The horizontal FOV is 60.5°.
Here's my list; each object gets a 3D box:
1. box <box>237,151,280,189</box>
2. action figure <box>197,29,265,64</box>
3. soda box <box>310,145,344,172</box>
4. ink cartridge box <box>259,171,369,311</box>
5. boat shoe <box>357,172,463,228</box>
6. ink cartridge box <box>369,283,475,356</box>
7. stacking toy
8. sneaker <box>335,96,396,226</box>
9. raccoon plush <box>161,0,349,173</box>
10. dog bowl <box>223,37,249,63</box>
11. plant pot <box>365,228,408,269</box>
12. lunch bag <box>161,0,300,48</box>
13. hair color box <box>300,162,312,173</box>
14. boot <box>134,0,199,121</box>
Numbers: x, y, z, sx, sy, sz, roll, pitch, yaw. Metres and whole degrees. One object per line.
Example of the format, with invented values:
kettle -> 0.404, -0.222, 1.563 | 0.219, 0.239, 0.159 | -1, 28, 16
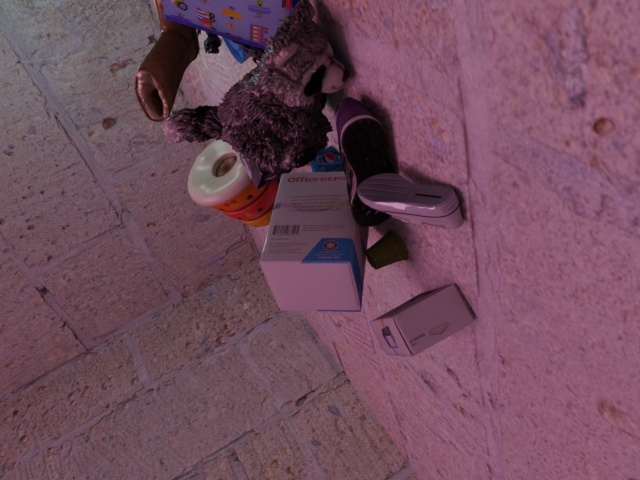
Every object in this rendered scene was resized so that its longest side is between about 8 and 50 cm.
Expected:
box -> -0.180, -0.285, 1.779 | 0.163, 0.142, 0.247 | 61, 168, 0
action figure -> -0.217, -0.512, 1.297 | 0.285, 0.099, 0.185 | 33, 153, 9
soda box -> 0.027, -0.142, 1.423 | 0.071, 0.067, 0.210 | 54, 166, 31
ink cartridge box -> 0.000, 0.000, 1.274 | 0.197, 0.198, 0.270 | 74, -160, -49
boat shoe -> 0.155, -0.061, 0.987 | 0.226, 0.083, 0.076 | 24, 152, 52
ink cartridge box -> 0.210, 0.173, 1.174 | 0.093, 0.154, 0.212 | 62, 169, 4
stacking toy -> -0.252, -0.171, 2.170 | 0.480, 0.350, 0.350 | 46, -179, -44
sneaker -> 0.092, -0.158, 1.115 | 0.124, 0.107, 0.283 | -109, 4, -45
raccoon plush -> -0.161, -0.301, 1.106 | 0.299, 0.446, 0.216 | 74, -169, -54
dog bowl -> -0.228, -0.608, 1.411 | 0.166, 0.074, 0.297 | 50, 163, 42
plant pot -> 0.149, 0.028, 1.279 | 0.083, 0.079, 0.083 | 58, 168, 20
lunch bag -> -0.162, -0.504, 1.084 | 0.293, 0.138, 0.221 | 27, 152, 4
hair color box -> -0.012, -0.190, 1.538 | 0.072, 0.043, 0.141 | 65, 166, -17
boot -> -0.345, -0.435, 1.209 | 0.236, 0.089, 0.269 | 77, -163, -45
